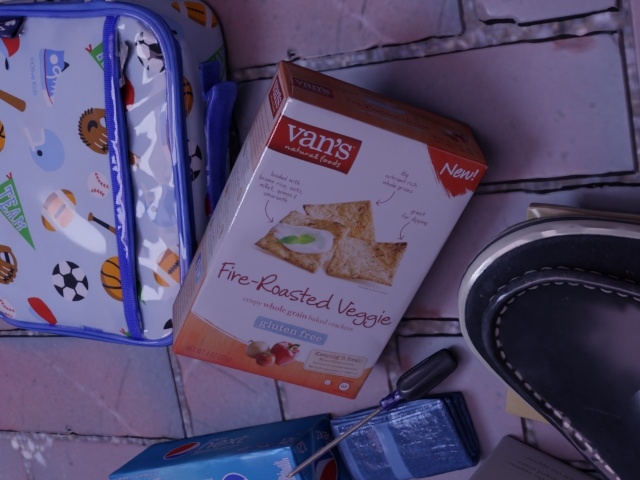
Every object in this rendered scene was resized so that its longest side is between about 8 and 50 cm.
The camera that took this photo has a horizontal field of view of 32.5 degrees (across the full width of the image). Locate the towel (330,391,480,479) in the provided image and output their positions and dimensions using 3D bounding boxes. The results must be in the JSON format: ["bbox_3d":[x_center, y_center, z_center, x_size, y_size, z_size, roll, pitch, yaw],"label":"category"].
[{"bbox_3d":[0.068,0.165,0.900,0.119,0.029,0.067,-19,96,32],"label":"towel"}]

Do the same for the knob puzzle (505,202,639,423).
[{"bbox_3d":[0.235,0.064,0.773,0.213,0.030,0.213,10,115,22],"label":"knob puzzle"}]

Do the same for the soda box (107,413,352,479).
[{"bbox_3d":[-0.082,0.211,0.974,0.210,0.071,0.067,-15,98,32],"label":"soda box"}]

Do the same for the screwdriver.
[{"bbox_3d":[0.038,0.140,0.879,0.170,0.025,0.024,-35,124,11],"label":"screwdriver"}]

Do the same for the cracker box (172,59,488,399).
[{"bbox_3d":[0.000,0.000,0.819,0.156,0.067,0.232,17,119,-18],"label":"cracker box"}]

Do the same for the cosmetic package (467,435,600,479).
[{"bbox_3d":[0.149,0.267,0.795,0.151,0.184,0.151,24,116,21],"label":"cosmetic package"}]

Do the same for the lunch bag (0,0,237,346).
[{"bbox_3d":[-0.184,-0.067,0.923,0.243,0.115,0.303,7,110,25],"label":"lunch bag"}]

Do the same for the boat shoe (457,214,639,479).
[{"bbox_3d":[0.298,0.155,0.674,0.500,0.156,0.186,36,122,10],"label":"boat shoe"}]
